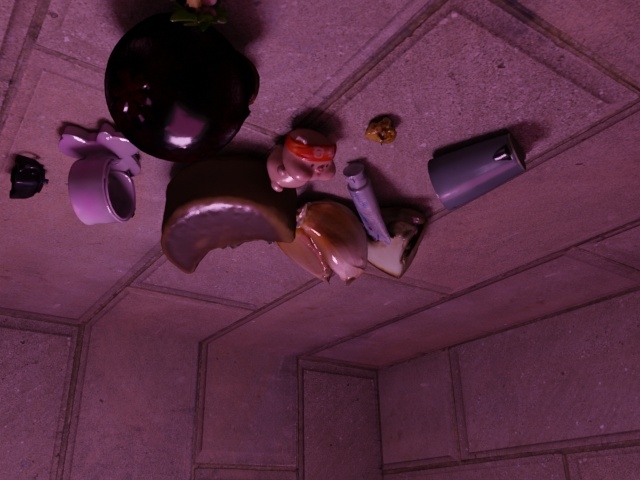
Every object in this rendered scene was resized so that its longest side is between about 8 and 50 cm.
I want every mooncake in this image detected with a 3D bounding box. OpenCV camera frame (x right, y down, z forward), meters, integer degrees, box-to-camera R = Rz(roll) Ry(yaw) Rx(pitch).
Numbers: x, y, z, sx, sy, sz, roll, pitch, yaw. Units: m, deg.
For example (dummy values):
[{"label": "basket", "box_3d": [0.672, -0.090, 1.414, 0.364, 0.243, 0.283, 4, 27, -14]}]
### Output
[{"label": "mooncake", "box_3d": [-0.268, -0.077, 1.816, 0.393, 0.246, 0.393, 9, 144, -22]}]

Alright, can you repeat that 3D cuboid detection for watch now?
[{"label": "watch", "box_3d": [-0.589, -0.164, 1.652, 0.210, 0.218, 0.248, -5, 155, 6]}]

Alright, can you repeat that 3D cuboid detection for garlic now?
[{"label": "garlic", "box_3d": [0.000, 0.000, 2.011, 0.286, 0.249, 0.313, -40, 113, 18]}]

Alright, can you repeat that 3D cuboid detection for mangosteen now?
[{"label": "mangosteen", "box_3d": [-0.277, -0.316, 1.284, 0.306, 0.307, 0.346, -19, 180, 33]}]

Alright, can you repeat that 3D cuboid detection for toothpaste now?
[{"label": "toothpaste", "box_3d": [0.145, -0.107, 1.871, 0.114, 0.073, 0.299, 28, 153, 43]}]

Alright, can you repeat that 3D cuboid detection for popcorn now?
[{"label": "popcorn", "box_3d": [0.164, -0.296, 1.605, 0.084, 0.084, 0.084, -1, 155, 0]}]

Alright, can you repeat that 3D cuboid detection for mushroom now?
[{"label": "mushroom", "box_3d": [0.235, -0.036, 2.088, 0.217, 0.212, 0.292, 34, 165, 19]}]

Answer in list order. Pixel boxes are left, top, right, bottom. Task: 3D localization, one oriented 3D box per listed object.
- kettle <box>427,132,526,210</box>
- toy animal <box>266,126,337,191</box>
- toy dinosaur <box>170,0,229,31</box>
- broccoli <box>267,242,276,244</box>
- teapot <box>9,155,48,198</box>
[{"label": "kettle", "box_3d": [0.459, -0.201, 1.733, 0.243, 0.160, 0.210, -22, 167, 26]}, {"label": "toy animal", "box_3d": [-0.046, -0.222, 1.637, 0.171, 0.172, 0.197, 16, 154, -32]}, {"label": "toy dinosaur", "box_3d": [-0.216, -0.483, 1.092, 0.194, 0.152, 0.177, -5, 147, -8]}, {"label": "broccoli", "box_3d": [-0.138, -0.007, 2.164, 0.095, 0.097, 0.092, 23, 134, 12]}, {"label": "teapot", "box_3d": [-0.848, -0.177, 1.771, 0.096, 0.087, 0.177, 6, 155, -32]}]
